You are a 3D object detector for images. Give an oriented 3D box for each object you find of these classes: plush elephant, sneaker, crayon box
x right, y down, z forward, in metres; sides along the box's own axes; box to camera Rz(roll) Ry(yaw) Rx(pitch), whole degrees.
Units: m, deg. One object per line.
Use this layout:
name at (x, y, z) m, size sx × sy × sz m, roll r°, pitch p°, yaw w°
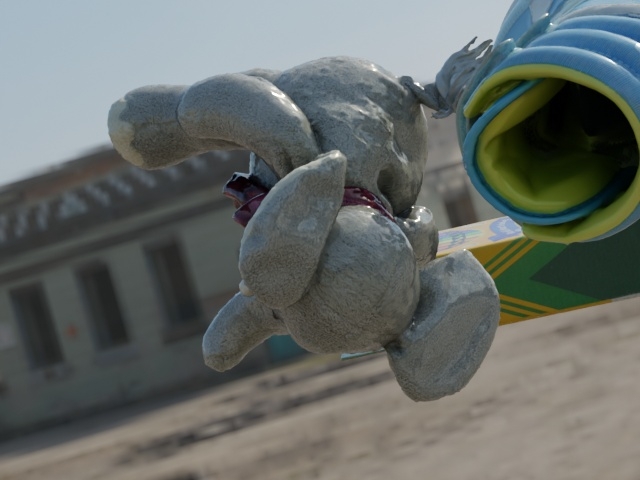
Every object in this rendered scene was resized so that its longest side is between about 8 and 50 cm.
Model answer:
plush elephant at (0.000, 0.000, 1.524) m, size 0.330 × 0.272 × 0.255 m, roll -22°, pitch 38°, yaw 39°
sneaker at (0.130, -0.081, 1.083) m, size 0.208 × 0.127 × 0.319 m, roll -33°, pitch 8°, yaw -22°
crayon box at (0.171, 0.029, 1.894) m, size 0.323 × 0.083 × 0.203 m, roll -13°, pitch 6°, yaw 4°
